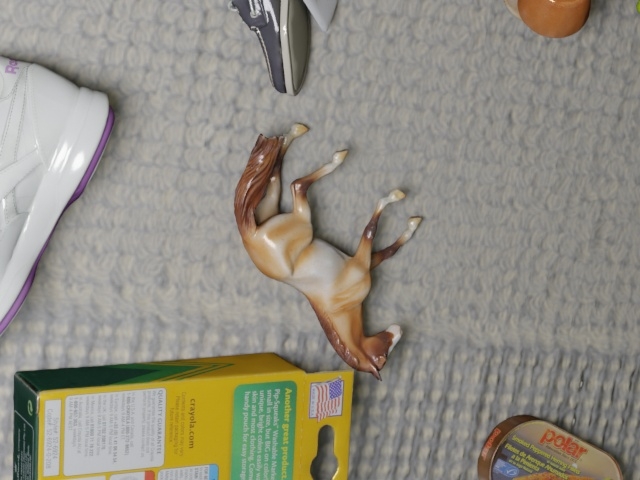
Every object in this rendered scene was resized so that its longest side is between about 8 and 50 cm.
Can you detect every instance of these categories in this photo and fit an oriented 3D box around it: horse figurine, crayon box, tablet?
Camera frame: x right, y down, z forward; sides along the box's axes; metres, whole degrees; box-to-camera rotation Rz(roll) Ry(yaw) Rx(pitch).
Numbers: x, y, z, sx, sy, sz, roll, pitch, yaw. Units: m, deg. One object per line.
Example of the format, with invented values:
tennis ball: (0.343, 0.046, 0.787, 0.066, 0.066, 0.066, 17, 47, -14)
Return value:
horse figurine: (0.000, 0.000, 1.698, 0.263, 0.066, 0.174, 38, 77, -31)
crayon box: (-0.132, 0.221, 1.666, 0.323, 0.083, 0.203, -2, 102, -26)
tablet: (-0.004, -0.244, 1.646, 0.083, 0.006, 0.054, 53, 47, -51)

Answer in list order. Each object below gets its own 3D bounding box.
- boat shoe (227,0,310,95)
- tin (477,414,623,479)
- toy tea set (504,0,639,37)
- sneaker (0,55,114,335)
boat shoe: (-0.054, -0.236, 1.634, 0.065, 0.075, 0.206, -1, 113, 17)
tin: (0.254, 0.259, 1.900, 0.190, 0.040, 0.106, 30, 91, -29)
toy tea set: (0.345, -0.300, 1.788, 0.336, 0.124, 0.200, -10, 71, -7)
sneaker: (-0.308, -0.020, 1.525, 0.152, 0.114, 0.305, 29, 83, -15)
